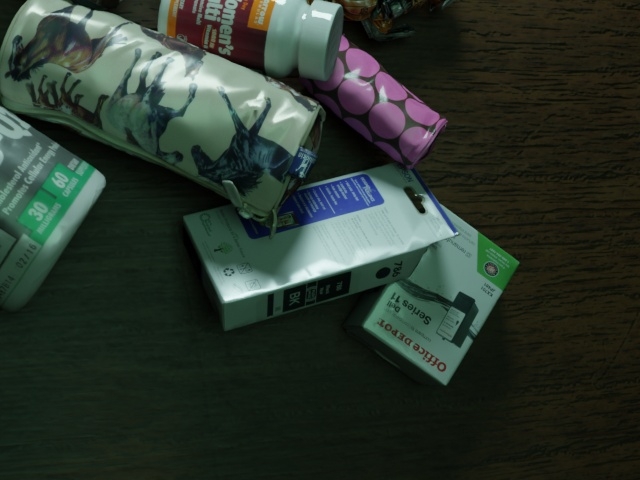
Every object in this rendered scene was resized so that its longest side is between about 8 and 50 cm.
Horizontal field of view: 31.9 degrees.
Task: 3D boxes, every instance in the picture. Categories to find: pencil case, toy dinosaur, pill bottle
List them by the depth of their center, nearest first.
[{"bbox_3d":[-0.454,-0.089,1.313,0.361,0.204,0.204,34,76,-12],"label":"pill bottle"},{"bbox_3d":[-0.201,-0.164,1.397,0.410,0.160,0.184,22,58,-6],"label":"pencil case"},{"bbox_3d":[-0.088,-0.277,1.452,0.221,0.121,0.121,13,80,9],"label":"pill bottle"},{"bbox_3d":[0.076,-0.193,1.527,0.209,0.095,0.098,42,46,5],"label":"pencil case"},{"bbox_3d":[0.053,-0.377,1.537,0.321,0.164,0.219,-17,107,-39],"label":"toy dinosaur"}]

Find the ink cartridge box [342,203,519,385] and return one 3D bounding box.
[{"bbox_3d":[0.152,0.077,1.548,0.153,0.087,0.208,35,77,-11],"label":"ink cartridge box"}]

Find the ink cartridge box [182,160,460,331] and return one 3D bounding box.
[{"bbox_3d":[0.000,0.000,1.477,0.332,0.065,0.165,-15,49,-16],"label":"ink cartridge box"}]

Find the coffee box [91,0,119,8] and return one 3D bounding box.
[{"bbox_3d":[-0.344,-0.406,1.392,0.246,0.098,0.141,28,98,-1],"label":"coffee box"}]

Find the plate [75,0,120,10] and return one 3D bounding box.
[{"bbox_3d":[-0.312,-0.388,1.456,0.188,0.024,0.188,0,97,2],"label":"plate"}]
